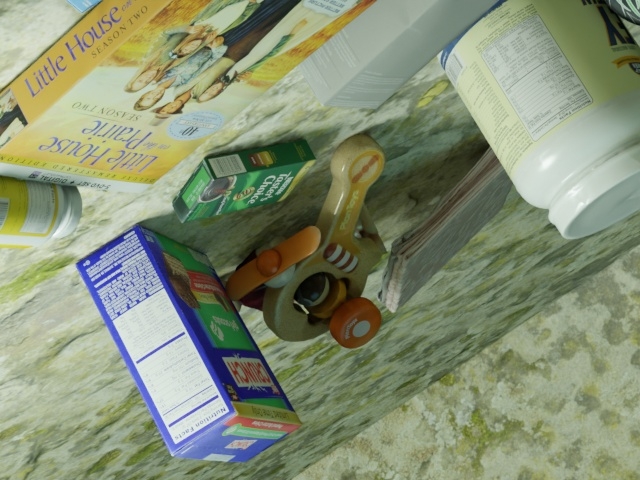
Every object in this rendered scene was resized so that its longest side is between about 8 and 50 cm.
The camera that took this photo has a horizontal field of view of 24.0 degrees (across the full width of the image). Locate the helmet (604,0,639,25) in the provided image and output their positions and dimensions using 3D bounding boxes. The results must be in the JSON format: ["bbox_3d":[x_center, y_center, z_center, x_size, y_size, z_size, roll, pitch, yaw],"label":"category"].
[{"bbox_3d":[0.424,-0.361,1.920,0.161,0.169,0.169,-44,172,-33],"label":"helmet"}]

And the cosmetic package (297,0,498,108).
[{"bbox_3d":[0.091,-0.265,1.805,0.238,0.107,0.127,-42,158,28],"label":"cosmetic package"}]

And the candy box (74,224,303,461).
[{"bbox_3d":[-0.186,0.155,2.167,0.122,0.317,0.268,-32,162,10],"label":"candy box"}]

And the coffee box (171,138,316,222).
[{"bbox_3d":[-0.105,-0.084,2.092,0.184,0.040,0.113,-14,156,-40],"label":"coffee box"}]

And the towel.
[{"bbox_3d":[0.225,-0.033,2.582,0.317,0.053,0.332,-43,169,-14],"label":"towel"}]

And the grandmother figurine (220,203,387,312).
[{"bbox_3d":[-0.064,0.054,2.455,0.342,0.104,0.208,-26,135,0],"label":"grandmother figurine"}]

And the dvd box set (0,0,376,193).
[{"bbox_3d":[-0.154,-0.203,1.661,0.420,0.062,0.307,-37,160,22],"label":"dvd box set"}]

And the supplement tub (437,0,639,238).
[{"bbox_3d":[0.323,-0.189,1.991,0.235,0.325,0.235,-26,162,-9],"label":"supplement tub"}]

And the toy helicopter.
[{"bbox_3d":[0.000,0.000,2.267,0.235,0.140,0.355,-1,122,-35],"label":"toy helicopter"}]

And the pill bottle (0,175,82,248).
[{"bbox_3d":[-0.359,-0.043,1.718,0.103,0.103,0.184,-37,161,24],"label":"pill bottle"}]

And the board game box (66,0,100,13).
[{"bbox_3d":[-0.174,-0.305,1.390,0.211,0.039,0.160,-32,162,7],"label":"board game box"}]
